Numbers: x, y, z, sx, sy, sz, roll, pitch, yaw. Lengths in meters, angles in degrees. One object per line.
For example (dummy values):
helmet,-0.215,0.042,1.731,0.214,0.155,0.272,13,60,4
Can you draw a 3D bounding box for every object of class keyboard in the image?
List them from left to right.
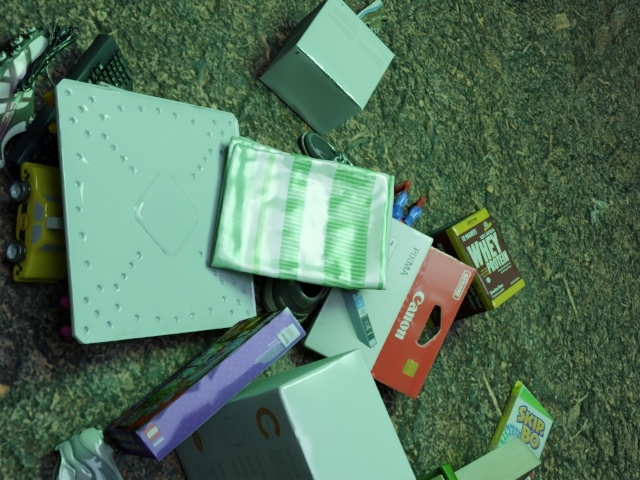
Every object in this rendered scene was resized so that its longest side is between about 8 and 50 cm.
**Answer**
keyboard,-0.420,-0.233,1.306,0.201,0.033,0.317,62,39,-44

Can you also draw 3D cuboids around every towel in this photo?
towel,-0.022,-0.044,1.414,0.325,0.038,0.247,11,70,-18

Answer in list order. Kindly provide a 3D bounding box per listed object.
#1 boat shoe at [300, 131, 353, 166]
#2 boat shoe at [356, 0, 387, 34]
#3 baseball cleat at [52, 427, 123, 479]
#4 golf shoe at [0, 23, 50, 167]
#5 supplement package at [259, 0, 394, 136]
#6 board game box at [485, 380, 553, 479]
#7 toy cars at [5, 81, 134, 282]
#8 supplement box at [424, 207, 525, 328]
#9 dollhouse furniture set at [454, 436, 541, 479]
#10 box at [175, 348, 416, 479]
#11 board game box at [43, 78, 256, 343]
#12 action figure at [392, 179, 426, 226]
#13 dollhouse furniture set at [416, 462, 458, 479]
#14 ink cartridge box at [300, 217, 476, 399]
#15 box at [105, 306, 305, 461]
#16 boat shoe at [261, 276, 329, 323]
boat shoe,0.046,-0.163,1.679,0.206,0.065,0.075,46,51,-14
boat shoe,0.113,-0.520,1.878,0.066,0.066,0.183,51,49,-11
baseball cleat,-0.332,0.387,1.168,0.109,0.072,0.205,-25,84,-28
golf shoe,-0.510,-0.238,1.272,0.120,0.105,0.272,51,49,-36
supplement package,0.016,-0.376,1.686,0.194,0.149,0.203,42,52,-17
board game box,0.450,0.446,1.768,0.124,0.039,0.259,48,47,-13
toy cars,-0.372,-0.099,1.272,0.393,0.087,0.176,-62,140,-36
supplement box,0.295,0.063,1.695,0.129,0.194,0.191,-27,90,-41
dollhouse furniture set,0.394,0.601,1.461,0.257,0.362,0.394,-12,52,-41
box,-0.059,0.323,1.211,0.168,0.345,0.214,-20,85,-41
board game box,-0.267,-0.040,1.292,0.390,0.050,0.389,1,82,-54
action figure,0.144,-0.015,1.692,0.091,0.139,0.280,45,28,-11
dollhouse furniture set,0.105,0.385,1.367,0.198,0.151,0.301,10,49,-62
ink cartridge box,0.142,0.126,1.516,0.261,0.066,0.296,27,83,-7
box,-0.181,0.220,1.218,0.293,0.201,0.057,-38,97,-29
boat shoe,0.000,0.000,1.531,0.132,0.130,0.355,30,56,-24
